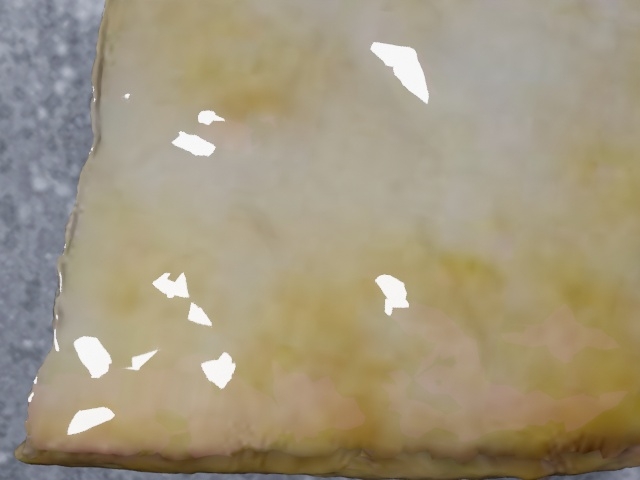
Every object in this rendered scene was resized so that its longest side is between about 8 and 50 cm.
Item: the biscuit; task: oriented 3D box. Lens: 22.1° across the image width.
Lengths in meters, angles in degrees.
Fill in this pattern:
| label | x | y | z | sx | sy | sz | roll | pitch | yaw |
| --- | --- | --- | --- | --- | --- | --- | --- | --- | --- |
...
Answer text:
| label | x | y | z | sx | sy | sz | roll | pitch | yaw |
| --- | --- | --- | --- | --- | --- | --- | --- | --- | --- |
| biscuit | 0.079 | -0.092 | 0.844 | 0.446 | 0.104 | 0.429 | 1 | 77 | -2 |
